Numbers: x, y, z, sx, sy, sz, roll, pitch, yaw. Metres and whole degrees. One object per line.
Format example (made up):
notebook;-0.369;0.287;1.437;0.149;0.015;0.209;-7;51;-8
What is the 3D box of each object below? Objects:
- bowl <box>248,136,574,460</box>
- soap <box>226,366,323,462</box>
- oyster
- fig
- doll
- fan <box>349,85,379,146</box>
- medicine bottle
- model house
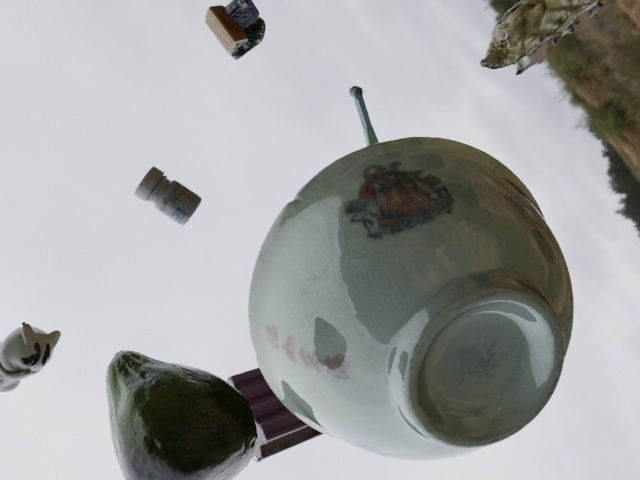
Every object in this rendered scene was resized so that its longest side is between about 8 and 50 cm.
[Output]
bowl;0.142;0.105;0.625;0.435;0.434;0.196;37;-177;-20
soap;-0.032;0.238;0.820;0.203;0.065;0.122;-8;-140;-37
oyster;0.273;-0.265;0.588;0.072;0.209;0.133;49;-147;-1
fig;-0.141;0.166;0.510;0.156;0.123;0.123;45;-148;25
doll;-0.638;0.248;1.126;0.106;0.181;0.110;67;-166;20
fan;0.075;-0.129;0.751;0.016;0.038;0.193;35;156;46
medicine bottle;-0.435;-0.125;1.552;0.168;0.105;0.105;35;-140;-13
model house;-0.163;-0.428;1.070;0.087;0.101;0.100;53;-177;-5
